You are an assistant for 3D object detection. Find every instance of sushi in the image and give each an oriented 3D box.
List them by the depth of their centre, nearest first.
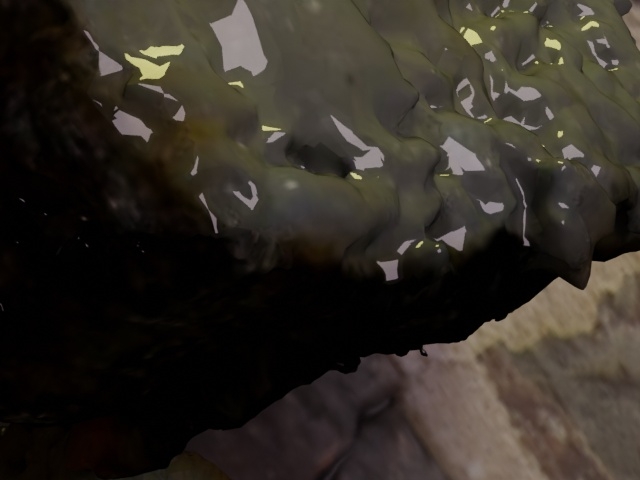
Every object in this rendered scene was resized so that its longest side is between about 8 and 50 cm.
[{"bbox_3d":[-0.021,-0.025,0.577,0.343,0.182,0.196,-9,58,-50],"label":"sushi"}]

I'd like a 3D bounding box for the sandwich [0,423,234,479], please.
[{"bbox_3d":[-0.017,0.241,0.604,0.325,0.131,0.262,36,49,-20],"label":"sandwich"}]
